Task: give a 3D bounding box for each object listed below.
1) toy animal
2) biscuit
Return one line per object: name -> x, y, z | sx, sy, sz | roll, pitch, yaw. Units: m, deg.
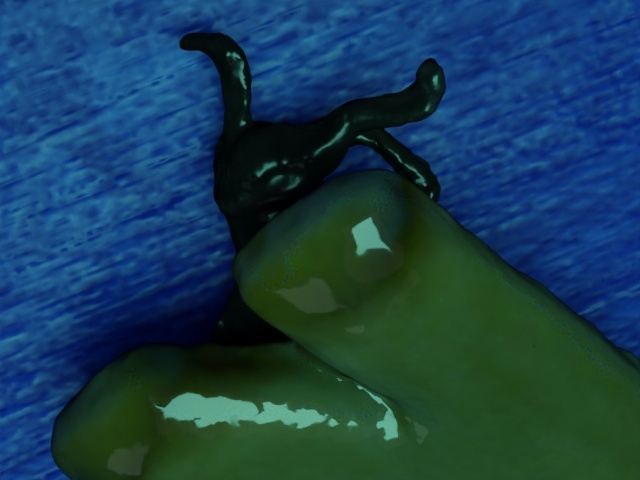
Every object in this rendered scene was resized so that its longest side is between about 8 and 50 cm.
toy animal -> 0.000, 0.000, 0.698 | 0.148, 0.084, 0.232 | -15, 110, -5
biscuit -> 0.039, 0.106, 0.683 | 0.237, 0.062, 0.291 | -38, 124, 24
